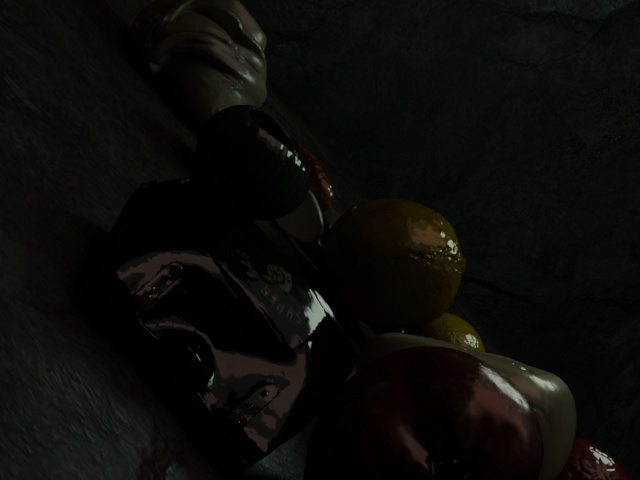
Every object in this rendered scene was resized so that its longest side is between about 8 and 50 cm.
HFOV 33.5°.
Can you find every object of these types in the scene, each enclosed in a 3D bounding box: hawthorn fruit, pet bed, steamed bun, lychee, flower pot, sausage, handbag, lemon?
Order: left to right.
[{"bbox_3d":[-0.222,-0.380,2.161,0.310,0.219,0.324,48,10,-14],"label":"steamed bun"},{"bbox_3d":[-0.112,0.088,1.171,0.342,0.152,0.288,49,21,-6],"label":"handbag"},{"bbox_3d":[-0.120,-0.136,1.907,0.243,0.157,0.189,40,13,-45],"label":"flower pot"},{"bbox_3d":[-0.068,-0.168,2.308,0.076,0.103,0.302,-11,39,-38],"label":"sausage"},{"bbox_3d":[0.000,0.000,2.283,0.201,0.053,0.201,49,15,-18],"label":"pet bed"},{"bbox_3d":[0.134,0.043,2.077,0.310,0.258,0.258,2,34,-22],"label":"lemon"},{"bbox_3d":[0.111,0.253,1.159,0.284,0.284,0.284,49,9,-11],"label":"hawthorn fruit"},{"bbox_3d":[0.242,0.233,2.149,0.178,0.178,0.203,48,10,-17],"label":"lemon"},{"bbox_3d":[0.197,0.274,1.569,0.333,0.233,0.312,13,-2,27],"label":"steamed bun"},{"bbox_3d":[0.429,0.463,1.880,0.300,0.255,0.255,-5,48,-37],"label":"lychee"}]

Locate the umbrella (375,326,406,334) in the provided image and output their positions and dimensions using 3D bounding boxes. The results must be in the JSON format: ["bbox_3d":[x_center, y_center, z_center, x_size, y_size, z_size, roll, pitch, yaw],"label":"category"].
[{"bbox_3d":[0.112,0.129,2.241,0.236,0.059,0.066,56,12,-18],"label":"umbrella"}]

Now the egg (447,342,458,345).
[{"bbox_3d":[0.232,0.293,1.906,0.169,0.169,0.231,37,31,-57],"label":"egg"}]

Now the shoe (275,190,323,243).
[{"bbox_3d":[-0.070,-0.096,2.196,0.265,0.095,0.110,52,8,18],"label":"shoe"}]
